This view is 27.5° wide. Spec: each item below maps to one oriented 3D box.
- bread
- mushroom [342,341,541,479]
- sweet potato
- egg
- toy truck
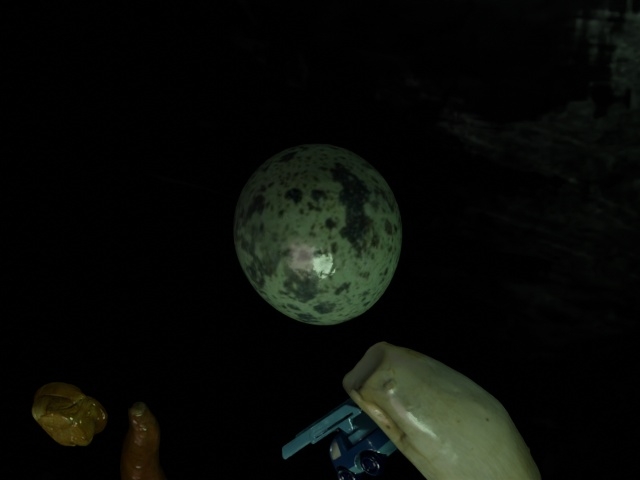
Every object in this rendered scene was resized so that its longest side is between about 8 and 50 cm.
[{"bbox_3d":[-0.272,0.187,1.406,0.083,0.046,0.081,28,143,-7],"label":"bread"},{"bbox_3d":[0.142,0.224,1.225,0.123,0.095,0.351,-10,128,34],"label":"mushroom"},{"bbox_3d":[-0.193,0.272,1.451,0.057,0.057,0.264,9,134,16],"label":"sweet potato"},{"bbox_3d":[0.000,0.000,1.036,0.132,0.132,0.172,7,147,17],"label":"egg"},{"bbox_3d":[0.023,0.204,1.285,0.074,0.063,0.136,52,133,3],"label":"toy truck"}]
